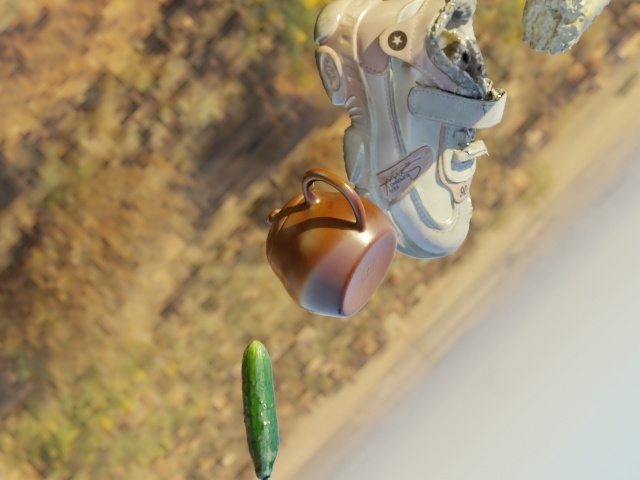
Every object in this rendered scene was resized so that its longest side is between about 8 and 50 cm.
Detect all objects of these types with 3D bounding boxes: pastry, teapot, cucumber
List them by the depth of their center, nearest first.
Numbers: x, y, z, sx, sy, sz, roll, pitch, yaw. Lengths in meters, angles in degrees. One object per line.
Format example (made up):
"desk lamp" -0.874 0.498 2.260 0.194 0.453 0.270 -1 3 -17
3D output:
"teapot" 0.000 0.000 1.626 0.116 0.116 0.173 -41 155 -33
"cucumber" -0.063 0.180 1.942 0.037 0.155 0.037 -4 176 0
"pastry" 0.297 -0.300 2.144 0.121 0.089 0.258 -59 171 33

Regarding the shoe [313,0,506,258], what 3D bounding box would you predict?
"shoe" 0.132 -0.150 2.335 0.198 0.351 0.172 -14 -165 30
